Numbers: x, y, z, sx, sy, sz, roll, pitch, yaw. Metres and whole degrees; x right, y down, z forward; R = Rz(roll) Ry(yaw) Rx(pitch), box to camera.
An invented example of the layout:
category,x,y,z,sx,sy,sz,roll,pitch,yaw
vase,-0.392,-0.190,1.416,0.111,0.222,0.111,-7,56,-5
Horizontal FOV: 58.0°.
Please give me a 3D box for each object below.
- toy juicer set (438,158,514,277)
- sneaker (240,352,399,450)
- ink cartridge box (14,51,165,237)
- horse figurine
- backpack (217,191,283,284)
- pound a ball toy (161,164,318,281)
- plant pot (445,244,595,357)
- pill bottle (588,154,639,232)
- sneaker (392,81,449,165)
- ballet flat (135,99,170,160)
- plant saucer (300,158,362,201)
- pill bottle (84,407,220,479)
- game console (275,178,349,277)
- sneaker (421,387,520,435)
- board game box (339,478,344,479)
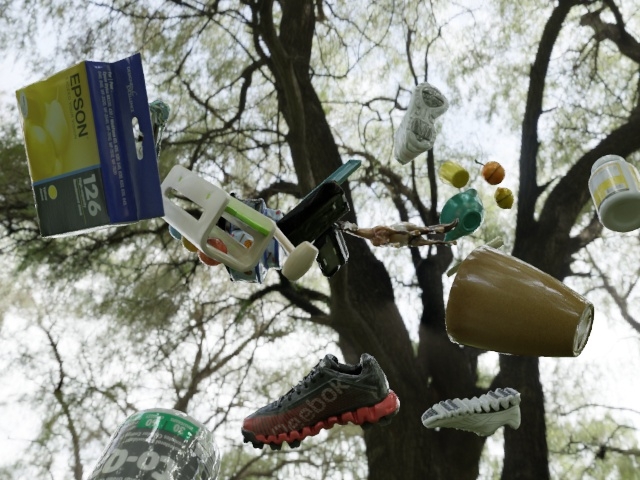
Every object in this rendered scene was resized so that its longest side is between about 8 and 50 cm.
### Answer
category,x,y,z,sx,sy,sz,roll,pitch,yaw
toy juicer set,0.428,-0.075,1.597,0.209,0.089,0.329,-13,-63,-13
sneaker,-0.010,0.268,0.988,0.275,0.135,0.097,-15,3,1
ink cartridge box,-0.443,-0.170,1.093,0.307,0.304,0.072,-8,1,34
horse figurine,0.191,-0.014,1.306,0.263,0.066,0.174,-5,7,-34
backpack,-0.219,0.014,1.895,0.213,0.264,0.276,7,-19,10
pound a ball toy,-0.179,-0.013,1.116,0.208,0.136,0.319,33,-1,-39
plant pot,0.440,0.155,1.249,0.254,0.237,0.237,18,-24,41
pill bottle,0.640,-0.107,1.244,0.103,0.184,0.103,7,-52,9
sneaker,0.208,-0.259,1.279,0.090,0.232,0.115,34,-38,-8
ballet flat,-0.403,-0.238,1.337,0.070,0.070,0.189,15,-63,-13
plant saucer,0.032,-0.156,1.563,0.018,0.192,0.067,56,-18,-24
pill bottle,-0.292,0.448,0.885,0.204,0.361,0.204,2,-67,4
game console,0.000,0.000,1.589,0.213,0.044,0.361,-40,-32,-11
sneaker,0.443,0.517,1.677,0.291,0.119,0.110,-11,2,0
board game box,-0.005,0.703,1.514,0.186,0.026,0.126,-18,-73,9
